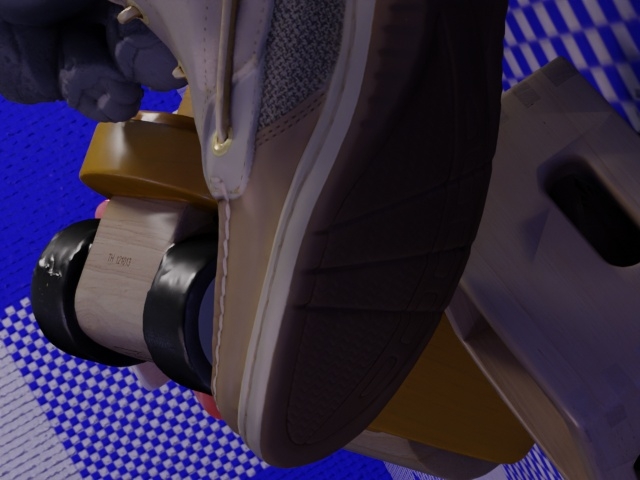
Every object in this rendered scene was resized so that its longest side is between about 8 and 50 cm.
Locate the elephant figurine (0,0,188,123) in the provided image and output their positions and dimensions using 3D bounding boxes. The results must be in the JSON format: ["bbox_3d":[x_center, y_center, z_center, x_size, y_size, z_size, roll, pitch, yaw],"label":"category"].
[{"bbox_3d":[-0.124,-0.193,0.963,0.239,0.169,0.186,-75,-15,-47],"label":"elephant figurine"}]

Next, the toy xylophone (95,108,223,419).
[{"bbox_3d":[-0.056,-0.004,1.245,0.236,0.322,0.081,55,-141,-5],"label":"toy xylophone"}]

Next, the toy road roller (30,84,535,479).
[{"bbox_3d":[0.000,0.000,1.029,0.329,0.241,0.202,24,170,-35],"label":"toy road roller"}]

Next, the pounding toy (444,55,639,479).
[{"bbox_3d":[0.131,0.062,0.608,0.181,0.094,0.206,54,176,35],"label":"pounding toy"}]

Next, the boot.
[{"bbox_3d":[-0.043,-0.074,0.542,0.203,0.095,0.262,19,108,33],"label":"boot"}]
